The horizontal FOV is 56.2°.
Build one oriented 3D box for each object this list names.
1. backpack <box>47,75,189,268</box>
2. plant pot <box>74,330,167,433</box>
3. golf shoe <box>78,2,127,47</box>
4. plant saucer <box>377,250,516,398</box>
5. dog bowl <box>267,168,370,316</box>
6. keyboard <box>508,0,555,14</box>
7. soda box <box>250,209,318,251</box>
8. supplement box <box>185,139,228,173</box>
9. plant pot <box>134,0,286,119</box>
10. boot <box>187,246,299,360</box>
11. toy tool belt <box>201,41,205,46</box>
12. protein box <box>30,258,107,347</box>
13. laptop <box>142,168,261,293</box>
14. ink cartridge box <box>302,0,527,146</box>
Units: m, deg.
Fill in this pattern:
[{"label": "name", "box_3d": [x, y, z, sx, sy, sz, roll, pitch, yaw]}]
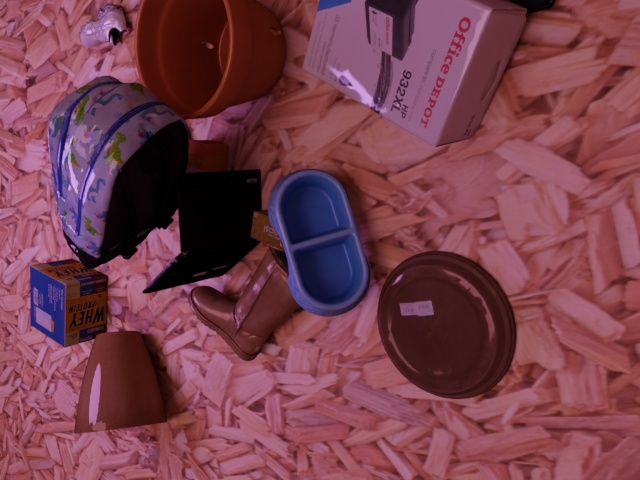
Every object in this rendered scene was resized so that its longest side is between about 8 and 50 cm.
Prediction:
[{"label": "backpack", "box_3d": [-0.388, -0.143, 1.171, 0.273, 0.290, 0.355, 50, 150, -5]}, {"label": "plant pot", "box_3d": [-0.548, 0.381, 1.631, 0.237, 0.237, 0.255, -18, 73, 39]}, {"label": "golf shoe", "box_3d": [-0.569, -0.540, 1.567, 0.176, 0.069, 0.086, -25, 89, 39]}, {"label": "plant saucer", "box_3d": [0.214, 0.158, 1.089, 0.277, 0.041, 0.278, 8, 103, 38]}, {"label": "dog bowl", "box_3d": [0.000, 0.000, 1.146, 0.165, 0.074, 0.297, -16, 86, -6]}, {"label": "keyboard", "box_3d": [0.278, -0.399, 0.946, 0.192, 0.038, 0.100, 5, 113, 43]}, {"label": "soda box", "box_3d": [-0.062, -0.012, 1.264, 0.181, 0.058, 0.061, 21, 110, 34]}, {"label": "supplement box", "box_3d": [-0.273, -0.114, 1.400, 0.080, 0.078, 0.234, 16, 107, 36]}, {"label": "plant pot", "box_3d": [-0.208, -0.394, 1.217, 0.290, 0.203, 0.291, 9, 104, 37]}, {"label": "boot", "box_3d": [-0.160, 0.112, 1.349, 0.236, 0.089, 0.270, 41, 123, 9]}, {"label": "toy tool belt", "box_3d": [-0.294, -0.443, 1.373, 0.052, 0.051, 0.083, 15, 108, 36]}, {"label": "protein box", "box_3d": [-0.757, 0.182, 1.798, 0.201, 0.136, 0.200, 17, 108, 35]}, {"label": "laptop", "box_3d": [-0.255, -0.020, 1.302, 0.264, 0.234, 0.137, -39, 73, 36]}, {"label": "ink cartridge box", "box_3d": [0.141, -0.326, 0.986, 0.307, 0.129, 0.223, 37, 127, 27]}]
